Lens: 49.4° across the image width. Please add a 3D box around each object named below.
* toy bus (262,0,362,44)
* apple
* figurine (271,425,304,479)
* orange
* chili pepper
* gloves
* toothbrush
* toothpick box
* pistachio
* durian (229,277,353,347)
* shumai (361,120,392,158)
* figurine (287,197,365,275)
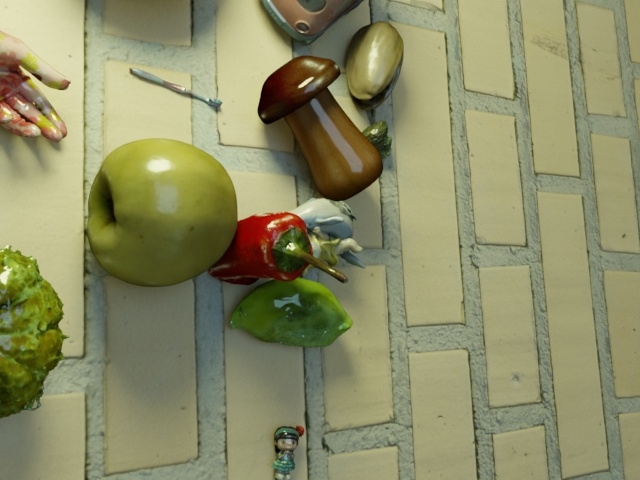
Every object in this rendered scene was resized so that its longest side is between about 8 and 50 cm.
[{"bbox_3d":[0.019,-0.579,1.477,0.294,0.231,0.197,-45,104,-29],"label":"toy bus"},{"bbox_3d":[-0.278,-0.049,1.214,0.262,0.262,0.263,6,79,-29],"label":"apple"},{"bbox_3d":[-0.065,0.416,1.362,0.059,0.047,0.106,8,81,-12],"label":"figurine"},{"bbox_3d":[-0.539,0.133,1.042,0.301,0.223,0.300,-20,103,-34],"label":"orange"},{"bbox_3d":[-0.083,0.008,1.254,0.134,0.338,0.131,18,75,-29],"label":"chili pepper"},{"bbox_3d":[-0.532,-0.259,1.178,0.241,0.126,0.145,54,51,-44],"label":"gloves"},{"bbox_3d":[-0.285,-0.304,1.379,0.193,0.019,0.013,18,74,-24],"label":"toothbrush"},{"bbox_3d":[-0.001,-0.233,1.439,0.192,0.192,0.294,-42,109,-28],"label":"toothpick box"},{"bbox_3d":[0.119,-0.399,1.570,0.129,0.131,0.206,48,55,-66],"label":"pistachio"},{"bbox_3d":[-0.052,0.142,1.385,0.250,0.101,0.139,17,74,-26],"label":"durian"},{"bbox_3d":[0.129,-0.220,1.572,0.083,0.082,0.080,-38,103,-5],"label":"shumai"},{"bbox_3d":[0.000,0.000,1.424,0.208,0.128,0.184,38,90,-34],"label":"figurine"}]
